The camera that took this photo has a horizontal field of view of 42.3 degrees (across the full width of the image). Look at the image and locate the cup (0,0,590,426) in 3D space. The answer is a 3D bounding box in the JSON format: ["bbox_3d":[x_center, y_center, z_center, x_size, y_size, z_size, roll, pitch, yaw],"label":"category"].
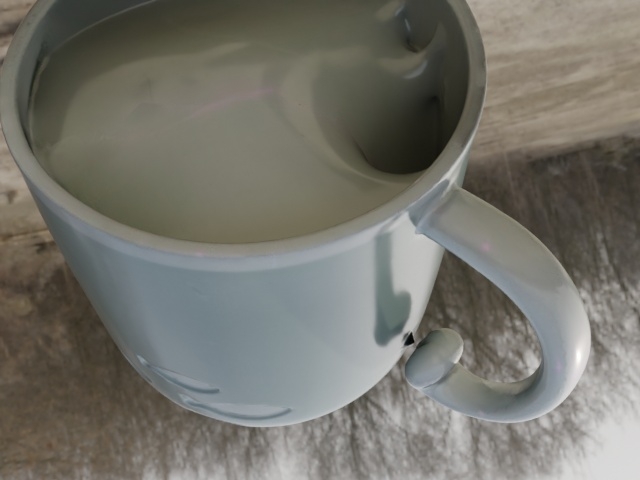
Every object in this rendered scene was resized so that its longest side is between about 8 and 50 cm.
[{"bbox_3d":[0.000,0.000,0.535,0.259,0.356,0.274,-47,159,-25],"label":"cup"}]
